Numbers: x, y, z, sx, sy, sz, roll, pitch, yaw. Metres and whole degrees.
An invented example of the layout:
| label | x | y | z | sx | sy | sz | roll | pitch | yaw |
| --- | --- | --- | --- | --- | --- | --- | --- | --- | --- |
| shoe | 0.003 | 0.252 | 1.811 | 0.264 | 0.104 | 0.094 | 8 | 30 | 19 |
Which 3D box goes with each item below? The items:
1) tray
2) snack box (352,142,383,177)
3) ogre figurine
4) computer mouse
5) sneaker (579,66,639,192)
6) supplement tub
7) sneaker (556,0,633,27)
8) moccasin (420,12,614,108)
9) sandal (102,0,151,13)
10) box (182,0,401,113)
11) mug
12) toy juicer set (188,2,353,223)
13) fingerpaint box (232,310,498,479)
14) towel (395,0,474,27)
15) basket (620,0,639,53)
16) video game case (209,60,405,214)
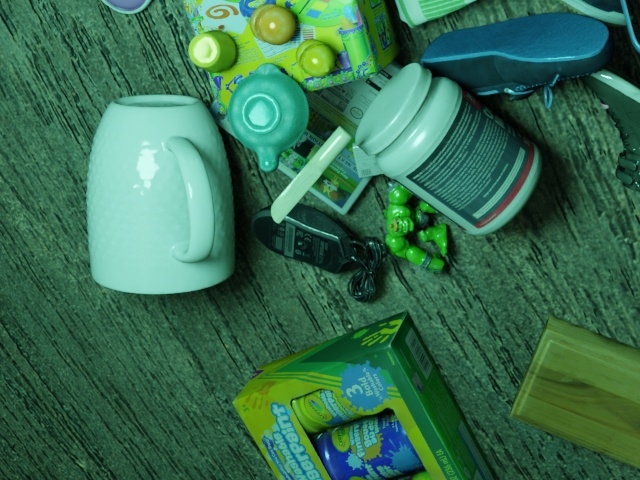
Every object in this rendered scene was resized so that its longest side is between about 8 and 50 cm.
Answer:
| label | x | y | z | sx | sy | sz | roll | pitch | yaw |
| --- | --- | --- | --- | --- | --- | --- | --- | --- | --- |
| tray | 0.580 | 0.310 | 1.779 | 0.411 | 0.076 | 0.203 | 21 | 116 | 11 |
| snack box | 0.150 | -0.159 | 1.735 | 0.178 | 0.022 | 0.064 | -10 | 119 | 8 |
| ogre figurine | 0.177 | -0.036 | 1.771 | 0.118 | 0.097 | 0.197 | 2 | 129 | 0 |
| computer mouse | 0.000 | 0.000 | 1.849 | 0.272 | 0.072 | 0.188 | 24 | 142 | 9 |
| sneaker | 0.506 | -0.173 | 1.586 | 0.295 | 0.104 | 0.147 | 35 | 113 | -2 |
| supplement tub | 0.215 | -0.150 | 1.614 | 0.272 | 0.191 | 0.191 | 34 | 120 | -18 |
| sneaker | 0.396 | -0.461 | 1.512 | 0.282 | 0.099 | 0.153 | 34 | 120 | 7 |
| moccasin | 0.328 | -0.292 | 1.575 | 0.342 | 0.138 | 0.117 | 11 | 143 | 47 |
| sandal | -0.381 | -0.611 | 1.719 | 0.169 | 0.102 | 0.416 | 8 | 114 | 16 |
| box | -0.054 | -0.393 | 1.610 | 0.290 | 0.177 | 0.279 | -9 | 109 | 23 |
| mug | -0.277 | -0.086 | 1.764 | 0.276 | 0.374 | 0.328 | -8 | 108 | -25 |
| toy juicer set | -0.053 | -0.220 | 1.541 | 0.209 | 0.089 | 0.329 | -27 | 92 | 14 |
| fingerpaint box | 0.099 | 0.418 | 1.938 | 0.371 | 0.163 | 0.445 | -23 | 102 | 26 |
| towel | 0.227 | -0.504 | 1.527 | 0.325 | 0.038 | 0.248 | -19 | 91 | 38 |
| basket | 0.538 | -0.436 | 1.393 | 0.254 | 0.201 | 0.289 | -19 | 78 | 9 |
| video game case | -0.008 | -0.253 | 1.775 | 0.329 | 0.036 | 0.300 | 36 | 118 | 2 |
